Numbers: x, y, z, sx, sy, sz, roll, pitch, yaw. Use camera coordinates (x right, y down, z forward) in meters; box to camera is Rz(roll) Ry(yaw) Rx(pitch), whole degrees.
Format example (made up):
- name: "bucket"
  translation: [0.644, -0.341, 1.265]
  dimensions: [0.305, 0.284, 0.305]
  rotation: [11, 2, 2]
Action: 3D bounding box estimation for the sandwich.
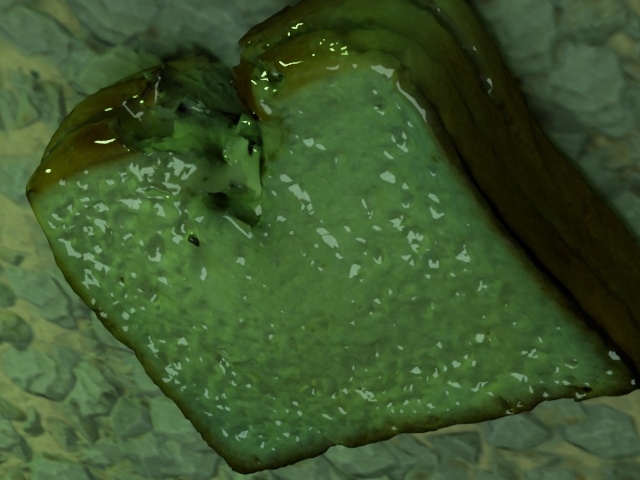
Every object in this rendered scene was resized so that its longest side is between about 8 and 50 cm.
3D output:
- name: "sandwich"
  translation: [0.000, -0.001, 0.868]
  dimensions: [0.273, 0.095, 0.249]
  rotation: [-18, 122, 35]
